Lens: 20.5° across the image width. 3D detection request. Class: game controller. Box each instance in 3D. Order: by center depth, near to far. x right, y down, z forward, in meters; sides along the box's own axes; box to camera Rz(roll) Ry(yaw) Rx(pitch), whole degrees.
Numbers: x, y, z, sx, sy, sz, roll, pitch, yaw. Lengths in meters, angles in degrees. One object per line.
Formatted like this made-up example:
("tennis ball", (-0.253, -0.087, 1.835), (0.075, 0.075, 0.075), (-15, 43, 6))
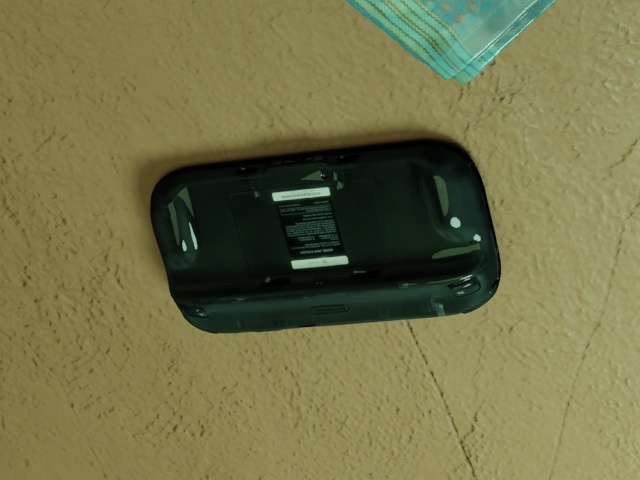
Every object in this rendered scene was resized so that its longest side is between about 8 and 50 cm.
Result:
("game controller", (0.000, 0.000, 1.596), (0.319, 0.067, 0.166), (-6, 107, 20))

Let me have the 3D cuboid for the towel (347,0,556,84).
("towel", (0.058, -0.299, 1.338), (0.370, 0.040, 0.271), (35, 127, -20))
